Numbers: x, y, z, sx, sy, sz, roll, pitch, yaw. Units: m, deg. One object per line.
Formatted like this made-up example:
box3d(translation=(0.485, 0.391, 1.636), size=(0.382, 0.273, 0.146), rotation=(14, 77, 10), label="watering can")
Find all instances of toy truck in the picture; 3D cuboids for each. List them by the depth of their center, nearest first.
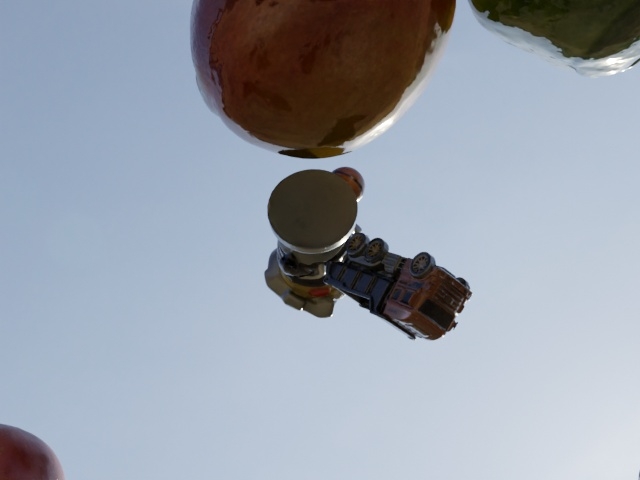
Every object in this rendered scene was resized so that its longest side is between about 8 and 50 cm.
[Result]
box3d(translation=(0.089, 0.057, 1.464), size=(0.083, 0.092, 0.192), rotation=(35, -11, -37), label="toy truck")

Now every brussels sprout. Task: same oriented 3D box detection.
box3d(translation=(0.329, -0.345, 1.459), size=(0.281, 0.289, 0.355), rotation=(12, -24, 20), label="brussels sprout")

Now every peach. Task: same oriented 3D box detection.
box3d(translation=(0.006, -0.259, 1.411), size=(0.308, 0.308, 0.332), rotation=(27, -58, -27), label="peach")

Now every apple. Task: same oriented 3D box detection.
box3d(translation=(-0.342, 0.267, 1.239), size=(0.163, 0.139, 0.163), rotation=(-16, -56, -25), label="apple")

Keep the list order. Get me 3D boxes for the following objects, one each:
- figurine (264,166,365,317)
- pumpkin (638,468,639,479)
box3d(translation=(0.000, 0.000, 1.652), size=(0.133, 0.176, 0.236), rotation=(34, -22, 18), label="figurine")
box3d(translation=(0.291, 0.260, 0.888), size=(0.254, 0.149, 0.130), rotation=(42, -29, -13), label="pumpkin")
